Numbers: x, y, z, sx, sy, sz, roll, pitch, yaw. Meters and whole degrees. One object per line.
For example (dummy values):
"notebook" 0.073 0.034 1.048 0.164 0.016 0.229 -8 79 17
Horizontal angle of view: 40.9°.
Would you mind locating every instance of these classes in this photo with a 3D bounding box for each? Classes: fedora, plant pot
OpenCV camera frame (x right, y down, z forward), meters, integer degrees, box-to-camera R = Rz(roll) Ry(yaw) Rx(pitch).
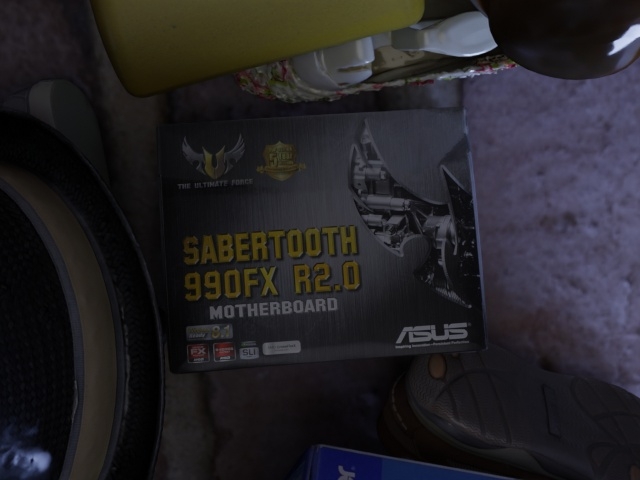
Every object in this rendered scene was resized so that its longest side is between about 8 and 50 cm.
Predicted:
"fedora" -0.252 0.080 0.526 0.334 0.152 0.333 2 95 27
"plant pot" -0.058 -0.226 0.496 0.212 0.187 0.212 -15 88 1

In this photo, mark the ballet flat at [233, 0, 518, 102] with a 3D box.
"ballet flat" 0.051 -0.149 0.621 0.241 0.077 0.091 -11 110 1

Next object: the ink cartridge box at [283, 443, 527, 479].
"ink cartridge box" 0.084 0.285 0.669 0.396 0.151 0.270 14 147 -7

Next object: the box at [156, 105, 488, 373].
"box" 0.000 0.000 0.642 0.231 0.056 0.182 -3 85 -3

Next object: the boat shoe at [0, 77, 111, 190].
"boat shoe" -0.198 -0.002 0.629 0.081 0.079 0.227 -13 81 20

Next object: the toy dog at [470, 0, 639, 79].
"toy dog" 0.269 -0.223 0.512 0.408 0.395 0.284 -1 66 -12

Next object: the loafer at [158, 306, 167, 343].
"loafer" -0.242 0.083 0.671 0.251 0.094 0.087 -14 113 1

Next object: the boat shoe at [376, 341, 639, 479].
"boat shoe" 0.195 0.184 0.733 0.325 0.123 0.116 27 132 -12
